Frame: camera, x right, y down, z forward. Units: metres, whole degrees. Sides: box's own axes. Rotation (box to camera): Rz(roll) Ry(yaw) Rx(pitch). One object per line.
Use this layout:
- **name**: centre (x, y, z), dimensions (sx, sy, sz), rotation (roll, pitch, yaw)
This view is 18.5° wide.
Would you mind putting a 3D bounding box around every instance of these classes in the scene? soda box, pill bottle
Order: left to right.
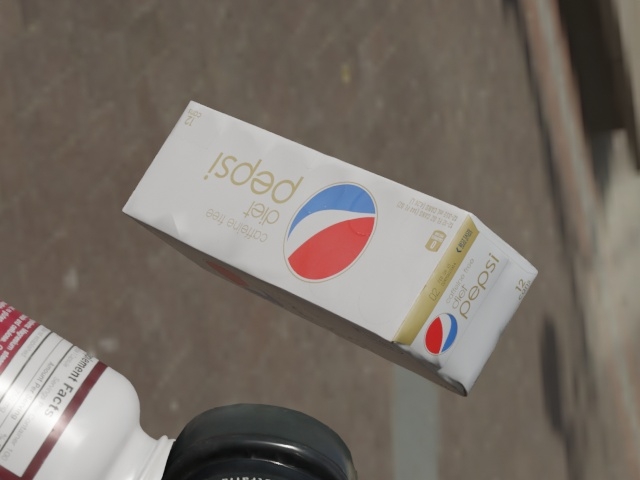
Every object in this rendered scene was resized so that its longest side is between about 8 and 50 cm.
- **pill bottle**: centre (-0.121, 0.067, 0.699), dimensions (0.086, 0.152, 0.086), rotation (-57, -178, 4)
- **soda box**: centre (0.000, 0.000, 0.986), dimensions (0.069, 0.216, 0.074), rotation (38, 80, -45)

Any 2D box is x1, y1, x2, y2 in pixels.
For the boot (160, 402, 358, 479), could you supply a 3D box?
- **boot**: centre (-0.035, 0.200, 0.596), dimensions (0.207, 0.094, 0.246), rotation (-78, 173, -60)
